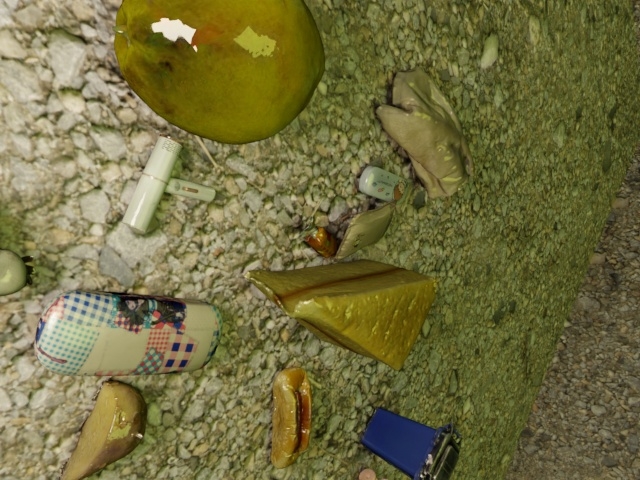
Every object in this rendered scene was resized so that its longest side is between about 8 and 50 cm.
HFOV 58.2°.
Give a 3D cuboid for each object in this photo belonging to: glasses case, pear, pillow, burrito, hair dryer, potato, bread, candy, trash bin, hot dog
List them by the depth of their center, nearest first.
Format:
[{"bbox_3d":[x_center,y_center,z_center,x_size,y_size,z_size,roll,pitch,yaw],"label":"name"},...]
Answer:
[{"bbox_3d":[-0.135,-0.274,0.832,0.321,0.269,0.269,2,101,-37],"label":"pear"},{"bbox_3d":[-0.290,0.151,0.923,0.327,0.076,0.125,13,90,-50],"label":"glasses case"},{"bbox_3d":[-0.328,0.323,0.924,0.100,0.089,0.172,39,71,-51],"label":"potato"},{"bbox_3d":[-0.226,-0.069,0.958,0.183,0.044,0.155,31,80,-53],"label":"hair dryer"},{"bbox_3d":[0.046,0.090,1.176,0.361,0.233,0.245,42,70,-47],"label":"bread"},{"bbox_3d":[0.000,0.000,1.239,0.182,0.046,0.053,45,53,-56],"label":"candy"},{"bbox_3d":[-0.062,0.401,1.277,0.084,0.073,0.242,-8,107,-43],"label":"hot dog"},{"bbox_3d":[0.108,-0.026,1.324,0.232,0.038,0.131,-24,143,-54],"label":"pillow"},{"bbox_3d":[0.153,-0.131,1.375,0.178,0.045,0.067,12,99,-51],"label":"glasses case"},{"bbox_3d":[0.272,-0.264,1.410,0.190,0.135,0.332,-53,133,-14],"label":"burrito"},{"bbox_3d":[0.247,0.554,1.561,0.184,0.234,0.162,-57,139,-21],"label":"trash bin"}]

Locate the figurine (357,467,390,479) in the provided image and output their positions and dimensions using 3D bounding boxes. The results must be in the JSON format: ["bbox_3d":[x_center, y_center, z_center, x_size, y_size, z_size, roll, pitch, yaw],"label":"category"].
[{"bbox_3d":[0.183,0.768,1.642,0.200,0.133,0.276,-39,126,-19],"label":"figurine"}]

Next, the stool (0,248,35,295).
[{"bbox_3d":[-0.432,0.010,0.682,0.217,0.121,0.125,49,63,-40],"label":"stool"}]
